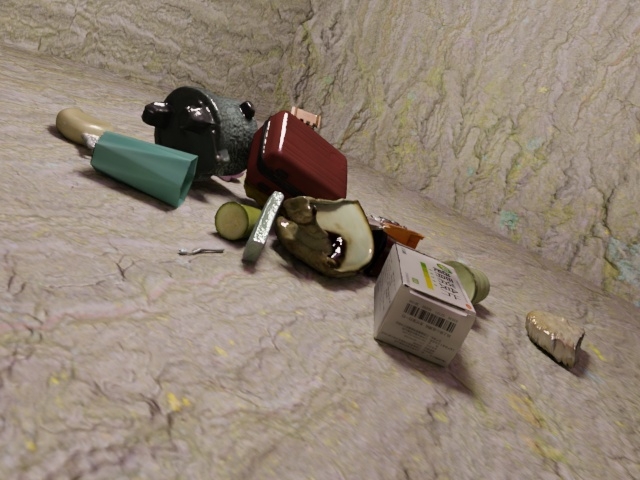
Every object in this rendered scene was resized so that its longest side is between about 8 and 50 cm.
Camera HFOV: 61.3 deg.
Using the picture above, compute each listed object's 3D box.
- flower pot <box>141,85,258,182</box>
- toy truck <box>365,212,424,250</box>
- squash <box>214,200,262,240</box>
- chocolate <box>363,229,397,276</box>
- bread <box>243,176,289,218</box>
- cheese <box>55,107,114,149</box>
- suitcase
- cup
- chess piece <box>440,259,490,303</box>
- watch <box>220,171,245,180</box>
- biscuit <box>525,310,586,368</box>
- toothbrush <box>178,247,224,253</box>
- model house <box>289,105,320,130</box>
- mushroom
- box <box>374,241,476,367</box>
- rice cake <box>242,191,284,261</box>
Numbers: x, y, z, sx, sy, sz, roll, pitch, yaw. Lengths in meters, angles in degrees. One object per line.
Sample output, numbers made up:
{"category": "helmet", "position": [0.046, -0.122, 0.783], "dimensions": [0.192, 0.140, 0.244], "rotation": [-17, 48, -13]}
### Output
{"category": "flower pot", "position": [-0.342, -0.301, 1.587], "dimensions": [0.299, 0.298, 0.283], "rotation": [33, 22, 28]}
{"category": "toy truck", "position": [0.198, -0.014, 1.749], "dimensions": [0.271, 0.114, 0.135], "rotation": [14, 14, -37]}
{"category": "squash", "position": [-0.191, -0.058, 1.401], "dimensions": [0.094, 0.094, 0.224], "rotation": [27, 11, 9]}
{"category": "chocolate", "position": [0.168, 0.041, 1.514], "dimensions": [0.080, 0.149, 0.124], "rotation": [17, 58, -23]}
{"category": "bread", "position": [-0.134, -0.144, 1.681], "dimensions": [0.233, 0.088, 0.160], "rotation": [37, 29, -14]}
{"category": "cheese", "position": [-0.677, -0.309, 1.534], "dimensions": [0.164, 0.070, 0.248], "rotation": [18, 18, -19]}
{"category": "suitcase", "position": [-0.063, -0.213, 1.587], "dimensions": [0.297, 0.161, 0.236], "rotation": [32, 45, -31]}
{"category": "cup", "position": [-0.449, -0.185, 1.374], "dimensions": [0.236, 0.134, 0.148], "rotation": [18, 14, -8]}
{"category": "chess piece", "position": [0.418, 0.135, 1.571], "dimensions": [0.144, 0.144, 0.251], "rotation": [34, 13, 30]}
{"category": "watch", "position": [-0.333, -0.350, 1.869], "dimensions": [0.211, 0.217, 0.248], "rotation": [20, 16, -10]}
{"category": "biscuit", "position": [0.683, 0.268, 1.574], "dimensions": [0.179, 0.084, 0.281], "rotation": [30, 18, 20]}
{"category": "toothbrush", "position": [-0.257, 0.023, 1.183], "dimensions": [0.131, 0.011, 0.013], "rotation": [-1, 51, -55]}
{"category": "model house", "position": [-0.128, -0.362, 2.177], "dimensions": [0.169, 0.244, 0.326], "rotation": [18, -16, -28]}
{"category": "mushroom", "position": [0.005, 0.008, 1.413], "dimensions": [0.292, 0.212, 0.217], "rotation": [6, 65, -66]}
{"category": "box", "position": [0.229, 0.137, 1.255], "dimensions": [0.173, 0.145, 0.333], "rotation": [22, 16, -1]}
{"category": "rice cake", "position": [-0.137, -0.033, 1.300], "dimensions": [0.042, 0.080, 0.221], "rotation": [27, 36, -9]}
